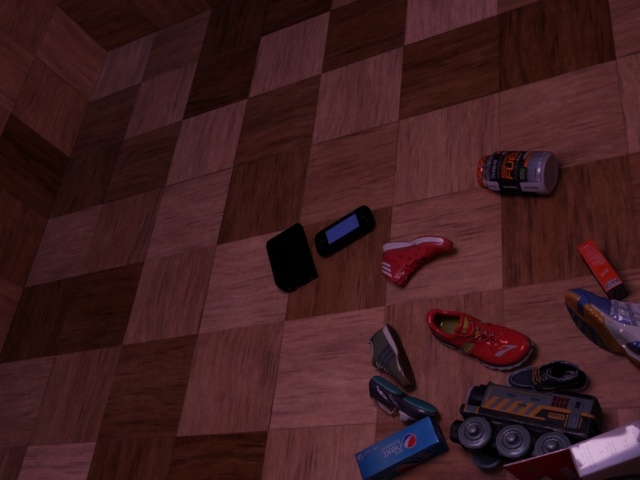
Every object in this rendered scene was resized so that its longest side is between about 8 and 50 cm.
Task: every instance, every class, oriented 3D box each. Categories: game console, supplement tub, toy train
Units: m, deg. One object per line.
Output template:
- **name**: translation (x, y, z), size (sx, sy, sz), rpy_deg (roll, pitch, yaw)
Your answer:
- **game console**: translation (0.000, 0.000, 2.263), size (0.361, 0.044, 0.213), rpy_deg (-31, 47, 14)
- **supplement tub**: translation (0.522, -0.181, 1.965), size (0.191, 0.117, 0.116), rpy_deg (5, 64, 37)
- **toy train**: translation (0.451, 0.410, 1.608), size (0.334, 0.142, 0.190), rpy_deg (2, 50, 38)

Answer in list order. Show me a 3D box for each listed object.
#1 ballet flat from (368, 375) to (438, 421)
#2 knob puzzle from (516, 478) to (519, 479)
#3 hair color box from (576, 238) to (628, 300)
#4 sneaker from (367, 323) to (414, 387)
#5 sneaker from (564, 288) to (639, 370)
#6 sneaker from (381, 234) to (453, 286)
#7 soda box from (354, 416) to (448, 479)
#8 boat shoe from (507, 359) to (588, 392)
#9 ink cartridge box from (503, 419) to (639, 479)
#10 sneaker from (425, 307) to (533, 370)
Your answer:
- **ballet flat**: translation (0.200, 0.407, 1.832), size (0.203, 0.074, 0.074), rpy_deg (24, 76, 37)
- **knob puzzle**: translation (0.404, 0.627, 1.547), size (0.213, 0.030, 0.213), rpy_deg (-8, 72, 26)
- **hair color box**: translation (0.659, 0.072, 1.727), size (0.043, 0.072, 0.141), rpy_deg (-32, 46, 12)
- **sneaker**: translation (0.177, 0.314, 1.914), size (0.086, 0.064, 0.192), rpy_deg (-37, 46, 20)
- **sneaker**: translation (0.682, 0.185, 1.630), size (0.131, 0.111, 0.296), rpy_deg (-35, 45, -14)
- **sneaker**: translation (0.262, 0.064, 2.021), size (0.221, 0.087, 0.128), rpy_deg (-12, 62, 44)
- **soda box**: translation (0.193, 0.505, 1.762), size (0.210, 0.067, 0.071), rpy_deg (-32, 48, 14)
- **boat shoe**: translation (0.504, 0.304, 1.669), size (0.184, 0.083, 0.065), rpy_deg (-9, 56, 31)
- **ink cartridge box**: translation (0.524, 0.454, 1.403), size (0.261, 0.296, 0.066), rpy_deg (-27, 49, 19)
- **sneaker**: translation (0.372, 0.232, 1.786), size (0.279, 0.118, 0.107), rpy_deg (11, 68, 40)
